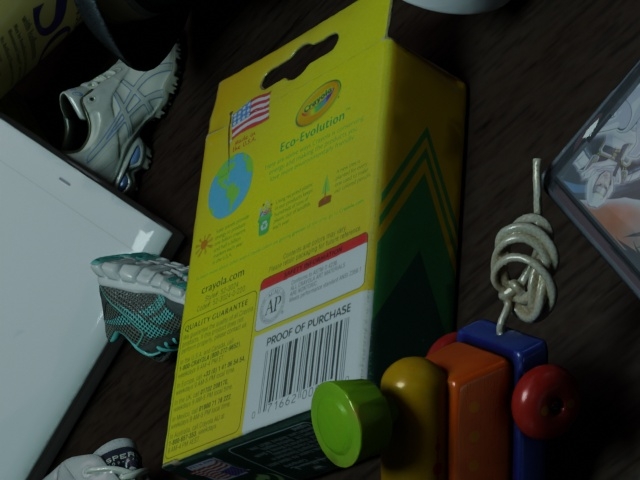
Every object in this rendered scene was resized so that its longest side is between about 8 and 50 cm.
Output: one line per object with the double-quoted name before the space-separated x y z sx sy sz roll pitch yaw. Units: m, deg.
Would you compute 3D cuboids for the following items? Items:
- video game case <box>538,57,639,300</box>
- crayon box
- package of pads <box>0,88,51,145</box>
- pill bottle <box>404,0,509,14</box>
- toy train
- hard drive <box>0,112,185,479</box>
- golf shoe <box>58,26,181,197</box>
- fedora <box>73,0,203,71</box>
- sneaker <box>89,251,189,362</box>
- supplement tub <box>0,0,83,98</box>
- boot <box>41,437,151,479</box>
"video game case" 0.266 -0.034 0.967 0.248 0.035 0.275 -51 51 19
"crayon box" 0.000 0.000 1.332 0.202 0.081 0.318 -24 50 43
"package of pads" -0.332 -0.014 1.773 0.229 0.101 0.296 -55 34 11
"pill bottle" 0.105 -0.288 1.254 0.152 0.152 0.272 -108 24 -47
"toy train" 0.058 0.083 1.063 0.105 0.143 0.248 18 112 56
"hard drive" -0.269 0.075 1.590 0.203 0.040 0.307 33 96 21
"golf shoe" -0.176 -0.122 1.654 0.069 0.086 0.176 -12 57 52
"fedora" -0.090 -0.298 1.565 0.152 0.334 0.334 2 64 17
"sneaker" -0.110 0.058 1.473 0.166 0.065 0.076 15 109 47
"supplement tub" -0.298 -0.274 1.710 0.331 0.241 0.241 -47 28 -22
"boot" -0.141 0.194 1.372 0.258 0.095 0.123 -28 54 43
